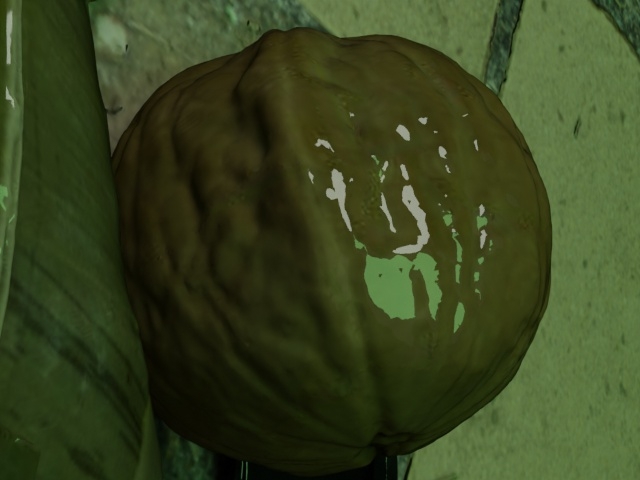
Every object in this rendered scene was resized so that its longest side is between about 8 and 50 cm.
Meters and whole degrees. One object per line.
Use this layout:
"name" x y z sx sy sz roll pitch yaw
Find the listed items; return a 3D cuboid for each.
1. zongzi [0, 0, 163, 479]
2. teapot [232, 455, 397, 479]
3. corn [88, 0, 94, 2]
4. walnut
"zongzi" -0.128 -0.066 0.494 0.418 0.181 0.447 49 41 -49
"teapot" 0.005 0.166 0.777 0.096 0.087 0.177 27 62 -73
"corn" -0.104 -0.156 0.715 0.037 0.037 0.092 54 47 -31
"walnut" 0.000 0.000 0.681 0.228 0.228 0.228 9 78 -50
